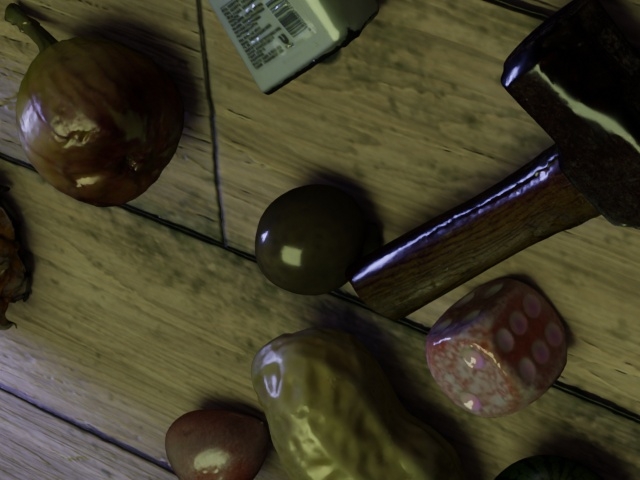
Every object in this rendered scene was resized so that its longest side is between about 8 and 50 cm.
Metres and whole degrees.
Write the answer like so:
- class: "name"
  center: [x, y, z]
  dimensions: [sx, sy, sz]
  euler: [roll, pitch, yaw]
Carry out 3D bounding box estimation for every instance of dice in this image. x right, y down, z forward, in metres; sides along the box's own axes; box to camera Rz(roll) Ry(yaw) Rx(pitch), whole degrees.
- class: "dice"
  center: [0.156, 0.096, 1.701]
  dimensions: [0.094, 0.093, 0.091]
  euler: [51, 142, -12]

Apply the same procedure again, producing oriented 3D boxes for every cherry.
- class: "cherry"
  center: [-0.116, 0.228, 2.077]
  dimensions: [0.106, 0.087, 0.126]
  euler: [39, 145, -1]

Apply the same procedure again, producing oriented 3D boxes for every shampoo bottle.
- class: "shampoo bottle"
  center: [-0.080, -0.264, 1.593]
  dimensions: [0.284, 0.071, 0.153]
  euler: [54, 144, -9]

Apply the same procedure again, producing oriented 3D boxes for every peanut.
- class: "peanut"
  center: [0.048, 0.216, 1.876]
  dimensions: [0.152, 0.152, 0.313]
  euler: [-22, 105, 50]

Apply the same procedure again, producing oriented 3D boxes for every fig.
- class: "fig"
  center: [-0.240, -0.134, 1.795]
  dimensions: [0.231, 0.143, 0.160]
  euler: [31, 149, 14]

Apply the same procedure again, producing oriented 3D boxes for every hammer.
- class: "hammer"
  center: [0.157, -0.015, 1.572]
  dimensions: [0.242, 0.095, 0.409]
  euler: [49, 138, -8]

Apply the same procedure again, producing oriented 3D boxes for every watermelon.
- class: "watermelon"
  center: [0.210, 0.284, 1.794]
  dimensions: [0.141, 0.140, 0.187]
  euler: [27, 144, 20]

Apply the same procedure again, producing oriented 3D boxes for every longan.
- class: "longan"
  center: [0.000, 0.000, 1.756]
  dimensions: [0.119, 0.106, 0.106]
  euler: [4, 142, -13]

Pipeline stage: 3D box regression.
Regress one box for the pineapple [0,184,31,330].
- class: "pineapple"
  center: [-0.512, 0.039, 2.095]
  dimensions: [0.352, 0.300, 0.352]
  euler: [30, 145, 25]
